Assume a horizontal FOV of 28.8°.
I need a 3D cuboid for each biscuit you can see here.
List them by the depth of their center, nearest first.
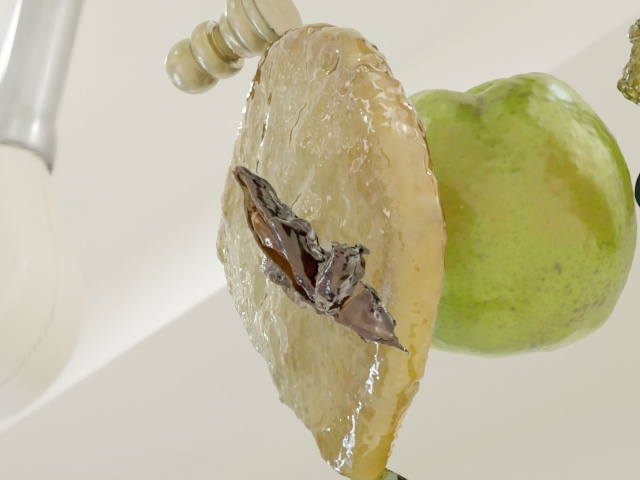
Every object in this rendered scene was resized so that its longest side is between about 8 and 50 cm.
[{"bbox_3d":[-0.001,0.000,1.295,0.104,0.429,0.446,-5,-41,-22],"label":"biscuit"}]

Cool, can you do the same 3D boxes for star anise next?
[{"bbox_3d":[-0.008,0.016,0.870,0.157,0.053,0.212,36,-8,30],"label":"star anise"}]

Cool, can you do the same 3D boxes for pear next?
[{"bbox_3d":[0.232,-0.041,1.631,0.391,0.391,0.391,3,-30,2],"label":"pear"}]

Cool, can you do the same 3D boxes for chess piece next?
[{"bbox_3d":[-0.113,-0.235,1.467,0.170,0.094,0.094,-26,-41,30],"label":"chess piece"}]

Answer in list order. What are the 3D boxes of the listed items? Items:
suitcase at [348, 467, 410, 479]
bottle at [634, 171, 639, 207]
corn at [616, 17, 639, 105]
[{"bbox_3d":[0.084,0.374,1.340,0.235,0.194,0.143,26,-41,26],"label":"suitcase"},{"bbox_3d":[0.511,0.007,1.457,0.336,0.144,0.144,37,-42,-20],"label":"bottle"},{"bbox_3d":[0.487,-0.145,1.332,0.344,0.131,0.131,21,-28,11],"label":"corn"}]
